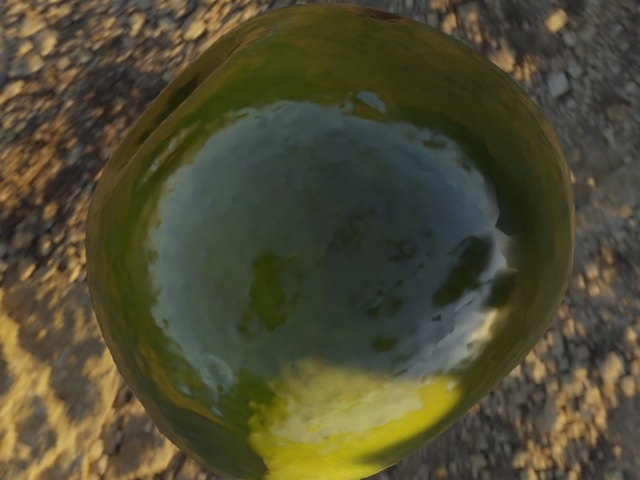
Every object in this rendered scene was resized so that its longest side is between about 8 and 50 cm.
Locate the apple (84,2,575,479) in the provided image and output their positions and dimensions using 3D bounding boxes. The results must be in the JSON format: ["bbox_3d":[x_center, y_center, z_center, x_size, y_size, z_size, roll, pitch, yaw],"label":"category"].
[{"bbox_3d":[0.000,0.000,0.673,0.157,0.196,0.196,43,101,-12],"label":"apple"}]
